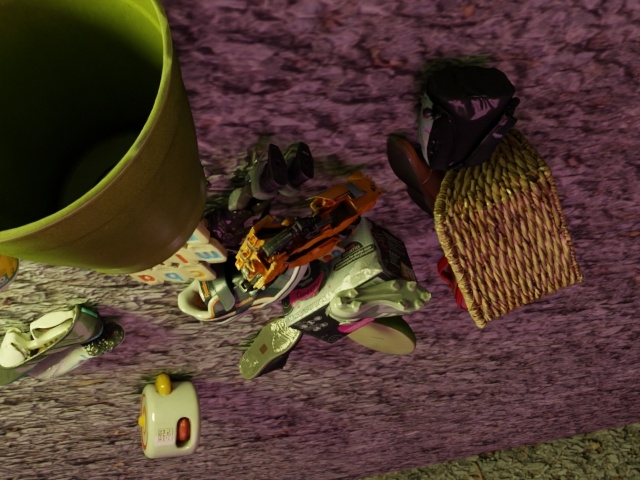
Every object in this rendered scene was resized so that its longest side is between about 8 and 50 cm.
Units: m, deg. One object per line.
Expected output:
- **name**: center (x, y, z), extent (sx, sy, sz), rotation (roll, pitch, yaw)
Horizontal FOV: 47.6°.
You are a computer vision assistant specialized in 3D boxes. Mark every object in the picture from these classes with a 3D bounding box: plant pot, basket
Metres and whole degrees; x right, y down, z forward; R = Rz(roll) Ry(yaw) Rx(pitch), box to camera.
- **plant pot**: center (-0.306, -0.113, 0.919), extent (0.366, 0.366, 0.353), rotation (-16, 159, 3)
- **basket**: center (0.322, -0.031, 1.358), extent (0.223, 0.213, 0.299), rotation (-26, 126, 7)

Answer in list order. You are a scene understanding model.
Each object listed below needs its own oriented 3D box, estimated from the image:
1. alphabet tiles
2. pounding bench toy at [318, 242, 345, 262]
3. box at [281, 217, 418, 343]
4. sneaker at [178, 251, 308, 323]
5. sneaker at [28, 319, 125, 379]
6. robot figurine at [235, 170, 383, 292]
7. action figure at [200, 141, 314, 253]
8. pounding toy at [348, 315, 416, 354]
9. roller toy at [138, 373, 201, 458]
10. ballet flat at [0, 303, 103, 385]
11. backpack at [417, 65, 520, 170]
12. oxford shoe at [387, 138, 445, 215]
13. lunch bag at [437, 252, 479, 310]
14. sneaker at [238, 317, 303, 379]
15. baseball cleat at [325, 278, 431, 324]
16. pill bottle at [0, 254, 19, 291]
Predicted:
- **alphabet tiles**: center (-0.316, 0.010, 1.295), extent (0.284, 0.021, 0.278), rotation (-6, 150, 20)
- **pounding bench toy**: center (0.000, 0.000, 1.443), extent (0.052, 0.065, 0.083), rotation (-33, 143, 27)
- **box**: center (0.054, 0.087, 1.530), extent (0.247, 0.142, 0.163), rotation (-33, 142, 23)
- **sneaker**: center (-0.159, 0.079, 1.445), extent (0.127, 0.126, 0.321), rotation (11, 142, -44)
- **sneaker**: center (-0.532, 0.236, 1.595), extent (0.237, 0.085, 0.086), rotation (-24, 173, 9)
- **robot figurine**: center (-0.030, -0.013, 1.274), extent (0.291, 0.085, 0.211), rotation (-28, 164, -36)
- **action figure**: center (-0.133, -0.062, 1.272), extent (0.185, 0.099, 0.285), rotation (9, 145, -44)
- **pounding toy**: center (0.131, 0.182, 1.772), extent (0.237, 0.110, 0.183), rotation (21, 154, -2)
- **roller toy**: center (-0.397, 0.463, 1.883), extent (0.146, 0.191, 0.209), rotation (1, 145, -21)
- **ballet flat**: center (-0.592, 0.205, 1.511), extent (0.280, 0.095, 0.096), rotation (-29, 137, 3)
- **backpack**: center (0.227, -0.197, 1.184), extent (0.152, 0.115, 0.182), rotation (1, 147, -3)
- **oxford shoe**: center (0.183, -0.131, 1.331), extent (0.076, 0.076, 0.212), rotation (-48, 143, -4)
- **lunch bag**: center (0.392, 0.042, 1.630), extent (0.258, 0.120, 0.293), rotation (-9, 146, -2)
- **sneaker**: center (-0.101, 0.260, 1.815), extent (0.222, 0.083, 0.118), rotation (-43, 158, 27)
- **baseball cleat**: center (0.111, 0.123, 1.431), extent (0.206, 0.072, 0.109), rotation (1, 156, -16)
- **pill bottle**: center (-0.559, -0.006, 1.159), extent (0.118, 0.117, 0.208), rotation (-5, 147, -15)
